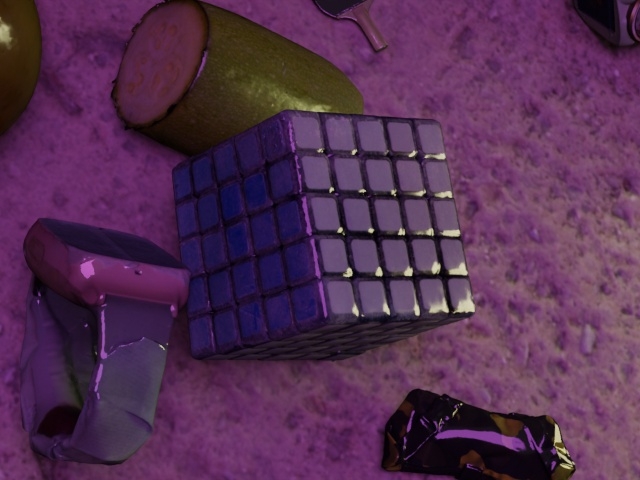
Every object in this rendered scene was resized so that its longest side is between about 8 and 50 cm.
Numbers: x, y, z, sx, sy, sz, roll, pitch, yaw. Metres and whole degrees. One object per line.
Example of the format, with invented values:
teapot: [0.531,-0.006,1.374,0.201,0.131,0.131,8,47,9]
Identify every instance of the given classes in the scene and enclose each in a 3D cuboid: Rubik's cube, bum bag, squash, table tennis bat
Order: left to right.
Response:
squash: [-0.101,-0.174,1.744,0.260,0.189,0.189,22,70,-41]
Rubik's cube: [0.000,0.000,1.567,0.238,0.237,0.237,1,73,-41]
table tennis bat: [0.038,-0.309,1.805,0.087,0.013,0.156,-29,82,-16]
bum bag: [0.190,0.243,1.666,0.232,0.060,0.106,11,83,-4]

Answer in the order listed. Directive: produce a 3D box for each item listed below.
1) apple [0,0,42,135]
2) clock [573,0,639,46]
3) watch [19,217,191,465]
apple: [-0.429,-0.234,1.580,0.233,0.258,0.295,-1,68,-18]
clock: [0.444,-0.375,1.815,0.243,0.199,0.146,-36,46,-13]
watch: [-0.249,0.121,1.545,0.162,0.253,0.241,10,100,-29]
